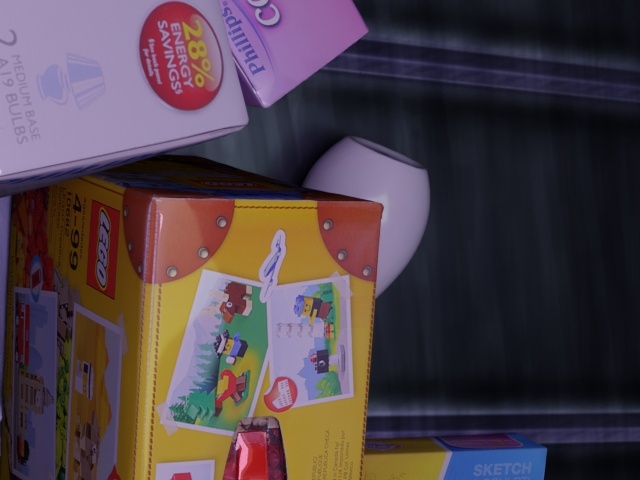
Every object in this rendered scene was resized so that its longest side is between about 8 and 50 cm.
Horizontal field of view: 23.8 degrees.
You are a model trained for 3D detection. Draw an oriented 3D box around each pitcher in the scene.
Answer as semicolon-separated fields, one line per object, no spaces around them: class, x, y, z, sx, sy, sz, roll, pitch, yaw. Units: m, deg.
pitcher;0.000;0.000;1.456;0.177;0.125;0.207;21;100;-13

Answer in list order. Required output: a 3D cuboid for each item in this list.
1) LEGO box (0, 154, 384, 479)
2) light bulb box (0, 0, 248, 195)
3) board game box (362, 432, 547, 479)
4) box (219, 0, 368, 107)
LEGO box;-0.130;0.189;1.270;0.193;0.372;0.500;0;98;-26
light bulb box;-0.285;-0.200;1.073;0.225;0.361;0.358;-17;94;-47
board game box;0.076;0.325;1.570;0.316;0.064;0.242;1;98;-27
box;-0.105;-0.237;1.284;0.117;0.243;0.214;-38;112;-16
